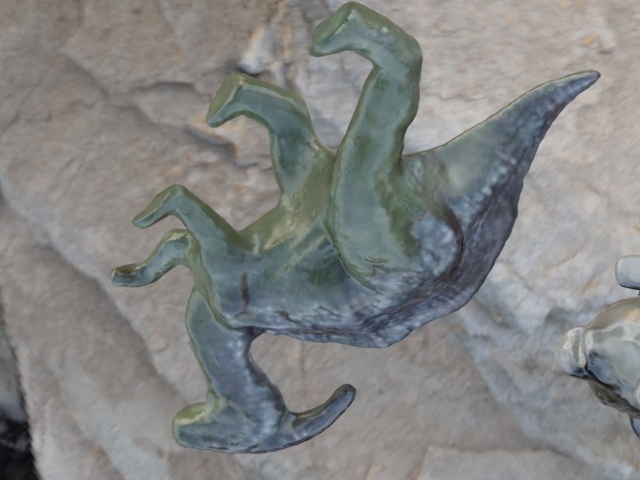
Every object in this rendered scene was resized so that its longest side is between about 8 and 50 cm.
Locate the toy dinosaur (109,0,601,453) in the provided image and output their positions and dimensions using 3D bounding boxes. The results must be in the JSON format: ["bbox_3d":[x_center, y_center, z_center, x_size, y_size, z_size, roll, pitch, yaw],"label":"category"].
[{"bbox_3d":[-0.001,-0.003,0.629,0.162,0.077,0.294,36,123,-21],"label":"toy dinosaur"}]

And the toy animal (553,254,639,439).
[{"bbox_3d":[0.410,0.122,1.306,0.344,0.302,0.194,-1,71,-7],"label":"toy animal"}]
